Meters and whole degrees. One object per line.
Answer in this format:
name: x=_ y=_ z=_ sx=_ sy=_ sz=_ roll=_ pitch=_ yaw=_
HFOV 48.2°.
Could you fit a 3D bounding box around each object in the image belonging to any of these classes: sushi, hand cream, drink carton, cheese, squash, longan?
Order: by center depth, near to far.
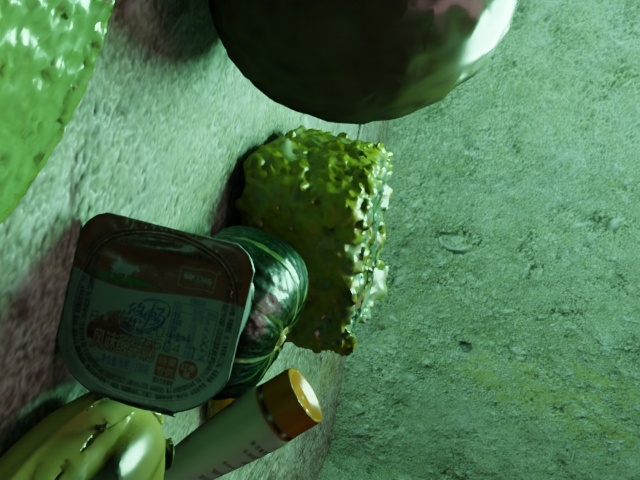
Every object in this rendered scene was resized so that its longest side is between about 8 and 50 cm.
cheese: x=-0.257 y=0.286 z=0.733 sx=0.316 sy=0.128 sz=0.259 roll=-55 pitch=161 yaw=-41
drink carton: x=-0.170 y=0.075 z=0.809 sx=0.189 sy=0.186 sz=0.191 roll=-73 pitch=175 yaw=-88
longan: x=0.049 y=-0.332 z=0.857 sx=0.391 sy=0.391 sz=0.391 roll=14 pitch=90 yaw=-79
hand cream: x=-0.145 y=0.292 z=1.001 sx=0.314 sy=0.089 sz=0.140 roll=-34 pitch=173 yaw=7
squash: x=-0.122 y=0.104 z=1.034 sx=0.252 sy=0.165 sz=0.252 roll=-61 pitch=173 yaw=-13
sushi: x=0.000 y=0.000 z=1.293 sx=0.351 sy=0.240 sz=0.396 roll=-58 pitch=155 yaw=-60

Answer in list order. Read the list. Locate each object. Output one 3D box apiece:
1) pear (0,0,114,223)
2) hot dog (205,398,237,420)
pear: x=-0.238 y=-0.029 z=0.269 sx=0.239 sy=0.139 sz=0.288 roll=-69 pitch=168 yaw=18
hot dog: x=-0.164 y=0.247 z=1.272 sx=0.092 sy=0.062 sz=0.235 roll=-65 pitch=165 yaw=-56
